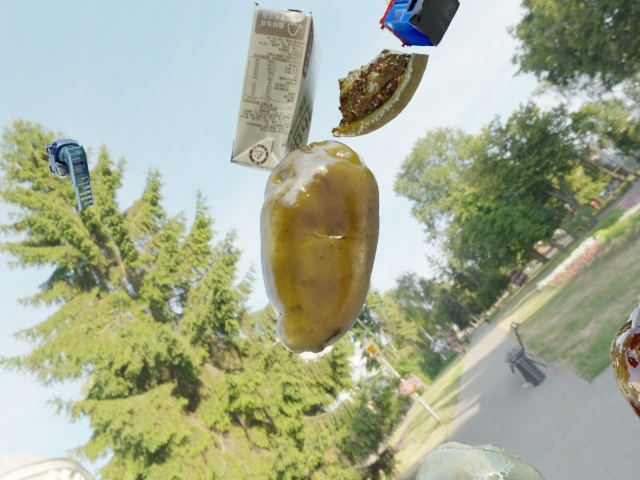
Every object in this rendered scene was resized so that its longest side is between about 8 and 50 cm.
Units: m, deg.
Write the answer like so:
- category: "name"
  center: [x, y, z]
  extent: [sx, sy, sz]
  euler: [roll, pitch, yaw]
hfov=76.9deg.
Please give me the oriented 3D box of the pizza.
- category: "pizza"
  center: [0.108, -0.299, 0.829]
  extent: [0.270, 0.135, 0.056]
  euler: [-16, 15, 45]

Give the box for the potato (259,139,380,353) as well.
- category: "potato"
  center: [0.000, 0.000, 0.677]
  extent: [0.195, 0.176, 0.370]
  euler: [21, -111, -53]

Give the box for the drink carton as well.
- category: "drink carton"
  center: [-0.089, -0.316, 0.907]
  extent: [0.194, 0.131, 0.325]
  euler: [-34, -44, -80]

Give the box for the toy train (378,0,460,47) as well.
- category: "toy train"
  center: [0.191, -0.444, 0.692]
  extent: [0.082, 0.131, 0.204]
  euler: [20, -76, -33]

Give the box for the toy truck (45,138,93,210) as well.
- category: "toy truck"
  center: [-0.499, -0.135, 0.815]
  extent: [0.063, 0.074, 0.136]
  euler: [-33, -36, -45]

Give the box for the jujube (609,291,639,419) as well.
- category: "jujube"
  center: [0.442, 0.145, 0.347]
  extent: [0.223, 0.317, 0.223]
  euler: [-31, -41, -32]

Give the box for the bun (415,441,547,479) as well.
- category: "bun"
  center: [0.292, 0.443, 0.698]
  extent: [0.141, 0.238, 0.239]
  euler: [-53, -8, -51]
